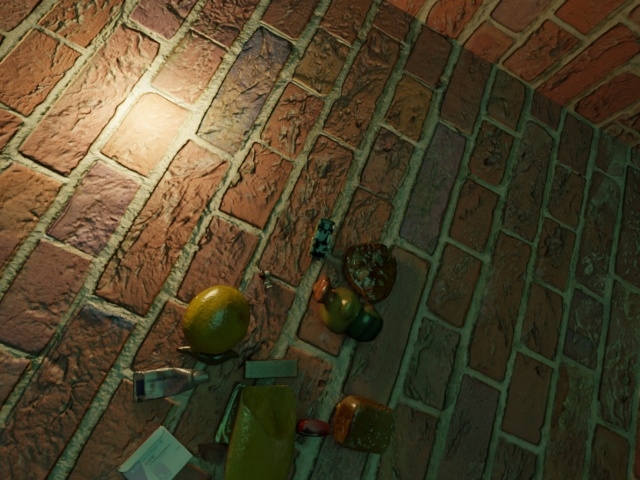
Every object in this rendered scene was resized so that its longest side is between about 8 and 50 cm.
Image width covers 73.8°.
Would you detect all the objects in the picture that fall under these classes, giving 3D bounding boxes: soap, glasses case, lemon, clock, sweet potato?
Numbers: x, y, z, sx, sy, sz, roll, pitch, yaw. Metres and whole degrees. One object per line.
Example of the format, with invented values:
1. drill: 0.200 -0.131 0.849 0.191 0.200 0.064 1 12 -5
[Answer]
1. soap: -0.311 0.681 1.657 0.135 0.076 0.233 25 67 -10
2. glasses case: -0.204 0.524 1.750 0.218 0.049 0.075 3 80 -16
3. lemon: -0.400 0.306 1.650 0.268 0.267 0.267 5 73 -16
4. soap: -0.213 0.763 1.587 0.306 0.115 0.426 14 80 -48
5. clock: -0.033 0.737 1.684 0.113 0.155 0.061 16 61 -13
6. sweet potato: -0.449 0.458 1.693 0.250 0.059 0.069 8 52 -11

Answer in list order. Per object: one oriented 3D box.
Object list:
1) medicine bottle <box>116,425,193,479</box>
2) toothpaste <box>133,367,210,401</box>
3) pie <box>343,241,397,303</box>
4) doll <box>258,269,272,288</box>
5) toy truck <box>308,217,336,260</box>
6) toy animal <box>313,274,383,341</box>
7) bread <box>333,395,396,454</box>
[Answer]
1. medicine bottle: -0.595 0.805 1.546 0.171 0.052 0.201 46 65 0
2. toothpaste: -0.568 0.542 1.633 0.283 0.068 0.099 -6 46 -9
3. pie: 0.230 0.133 1.980 0.309 0.085 0.308 7 68 -17
4. doll: -0.240 0.168 1.853 0.058 0.040 0.085 4 72 -27
5. toy truck: 0.000 0.000 1.936 0.085 0.116 0.191 17 79 -12
6. toy animal: 0.108 0.314 1.839 0.338 0.216 0.191 34 94 -9
7. bread: 0.174 0.747 1.736 0.246 0.176 0.195 23 79 -25
